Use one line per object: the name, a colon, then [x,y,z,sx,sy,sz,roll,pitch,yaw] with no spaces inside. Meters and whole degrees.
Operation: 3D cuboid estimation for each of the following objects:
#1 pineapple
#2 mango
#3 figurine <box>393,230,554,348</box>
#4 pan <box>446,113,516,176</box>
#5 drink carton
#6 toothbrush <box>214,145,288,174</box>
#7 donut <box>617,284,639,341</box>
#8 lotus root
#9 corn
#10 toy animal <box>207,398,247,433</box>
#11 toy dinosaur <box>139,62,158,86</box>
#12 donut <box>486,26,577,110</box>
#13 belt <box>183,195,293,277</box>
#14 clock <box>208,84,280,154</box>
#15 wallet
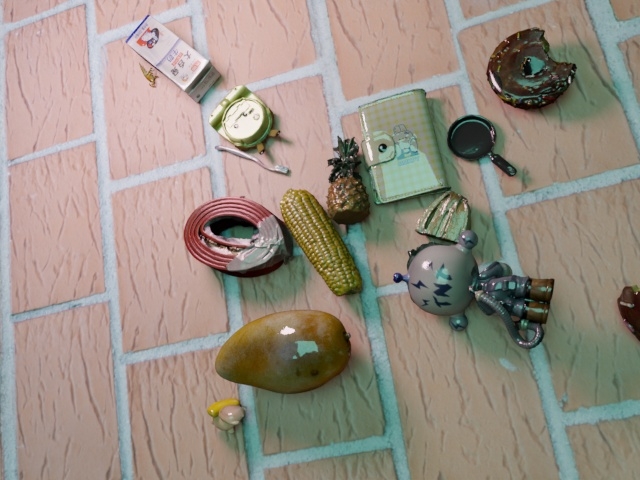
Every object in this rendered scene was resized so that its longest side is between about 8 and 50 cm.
pineapple: [0.073,-0.174,1.766,0.128,0.128,0.247,-10,69,14]
mango: [-0.098,0.300,1.648,0.384,0.199,0.221,-14,74,14]
figurine: [0.386,0.109,1.564,0.382,0.186,0.260,10,89,24]
pan: [0.454,-0.254,1.717,0.136,0.028,0.235,-42,66,3]
drink carton: [-0.485,-0.601,2.039,0.315,0.106,0.130,40,92,20]
toothbrush: [-0.216,-0.253,1.916,0.269,0.021,0.027,21,71,20]
donut: [0.900,0.161,1.430,0.345,0.136,0.259,-29,67,9]
lotus root: [0.351,-0.059,1.678,0.143,0.070,0.144,26,89,26]
corn: [0.000,0.000,1.742,0.120,0.120,0.363,-36,73,5]
toy animal: [-0.252,0.492,1.718,0.114,0.091,0.081,5,106,30]
toy dinosaur: [-0.586,-0.572,2.099,0.041,0.026,0.113,-35,78,24]
donut: [0.574,-0.457,1.698,0.216,0.096,0.230,-44,69,5]
belt: [-0.234,-0.010,1.811,0.324,0.115,0.227,7,80,17]
clock: [-0.223,-0.363,1.919,0.232,0.069,0.170,41,90,21]
wallet: [0.230,-0.266,1.767,0.224,0.077,0.309,-12,74,9]
